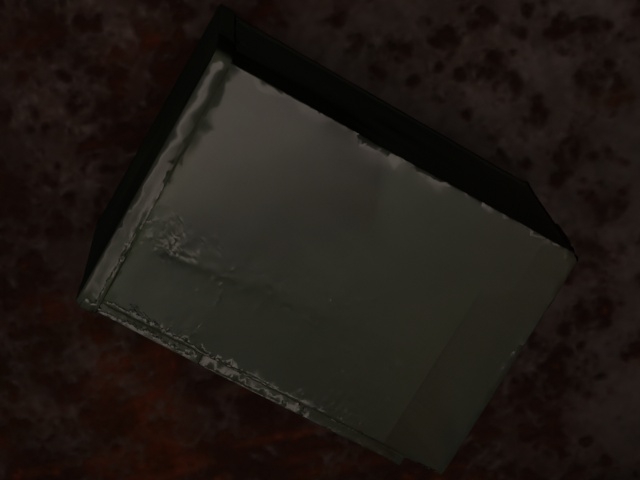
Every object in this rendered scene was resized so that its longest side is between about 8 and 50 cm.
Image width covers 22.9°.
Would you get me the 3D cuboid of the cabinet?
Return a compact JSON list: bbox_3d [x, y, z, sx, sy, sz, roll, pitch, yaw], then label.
[{"bbox_3d":[0.000,0.000,0.838,0.206,0.145,0.150,28,104,-11],"label":"cabinet"}]
